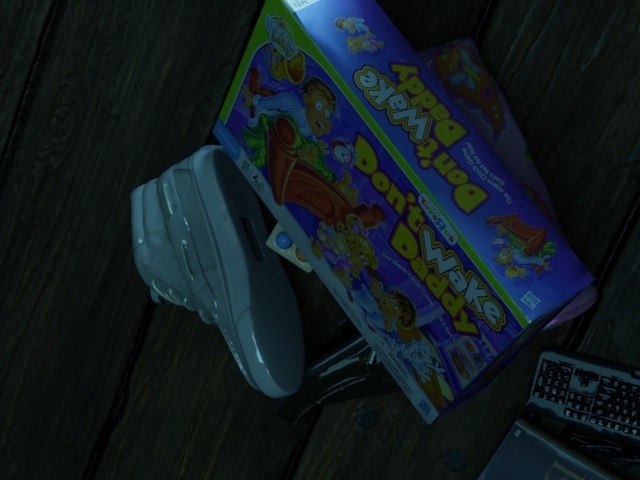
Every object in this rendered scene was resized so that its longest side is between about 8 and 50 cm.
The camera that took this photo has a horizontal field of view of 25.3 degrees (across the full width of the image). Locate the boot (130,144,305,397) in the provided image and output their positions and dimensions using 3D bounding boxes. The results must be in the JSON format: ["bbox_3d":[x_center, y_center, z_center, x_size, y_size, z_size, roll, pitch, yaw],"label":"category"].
[{"bbox_3d":[-0.105,0.045,1.384,0.123,0.095,0.258,-26,71,26],"label":"boot"}]

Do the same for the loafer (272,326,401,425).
[{"bbox_3d":[0.047,0.123,1.384,0.220,0.080,0.078,-37,91,20],"label":"loafer"}]

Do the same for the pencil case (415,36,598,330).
[{"bbox_3d":[0.145,-0.042,1.302,0.124,0.124,0.284,-26,96,19],"label":"pencil case"}]

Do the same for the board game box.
[{"bbox_3d":[0.056,-0.037,1.233,0.347,0.078,0.233,53,151,13],"label":"board game box"}]

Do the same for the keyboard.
[{"bbox_3d":[0.291,0.173,1.355,0.192,0.038,0.100,15,107,12],"label":"keyboard"}]

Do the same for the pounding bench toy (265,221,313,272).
[{"bbox_3d":[0.000,0.000,1.375,0.083,0.065,0.052,33,109,5],"label":"pounding bench toy"}]

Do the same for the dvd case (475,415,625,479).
[{"bbox_3d":[0.248,0.292,1.394,0.221,0.018,0.165,31,117,5],"label":"dvd case"}]
